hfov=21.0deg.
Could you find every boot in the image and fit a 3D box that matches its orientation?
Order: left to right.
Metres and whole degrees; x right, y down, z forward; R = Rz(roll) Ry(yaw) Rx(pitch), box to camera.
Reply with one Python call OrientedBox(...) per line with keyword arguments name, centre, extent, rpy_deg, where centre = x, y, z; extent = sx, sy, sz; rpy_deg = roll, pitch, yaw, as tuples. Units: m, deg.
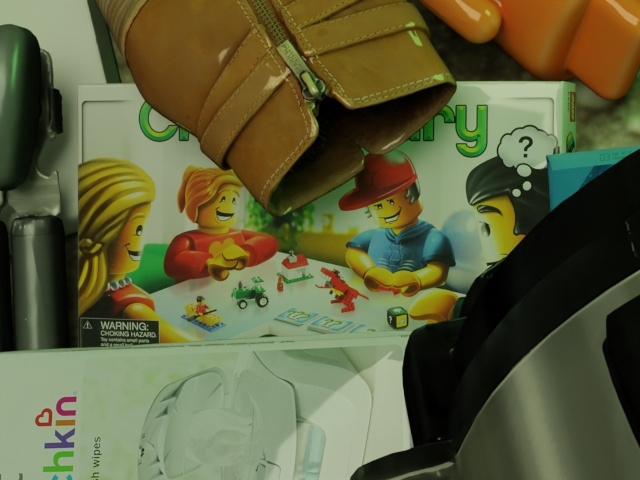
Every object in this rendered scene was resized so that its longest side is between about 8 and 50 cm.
OrientedBox(name="boot", centre=(0.011, -0.166, 0.986), extent=(0.283, 0.109, 0.220), rpy_deg=(-38, 59, 1))

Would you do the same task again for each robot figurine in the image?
OrientedBox(name="robot figurine", centre=(0.133, -0.185, 1.064), extent=(0.158, 0.128, 0.219), rpy_deg=(-47, 68, 7))

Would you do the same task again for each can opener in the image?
OrientedBox(name="can opener", centre=(-0.202, 0.007, 1.088), extent=(0.074, 0.093, 0.280), rpy_deg=(-2, 93, 10))

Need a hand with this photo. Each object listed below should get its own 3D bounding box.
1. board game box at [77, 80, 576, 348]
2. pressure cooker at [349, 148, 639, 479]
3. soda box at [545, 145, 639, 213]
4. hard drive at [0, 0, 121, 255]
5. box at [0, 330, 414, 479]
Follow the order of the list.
OrientedBox(name="board game box", centre=(0.000, 0.000, 1.052), extent=(0.305, 0.053, 0.192), rpy_deg=(1, 93, 16))
OrientedBox(name="pressure cooker", centre=(0.232, 0.135, 0.677), extent=(0.375, 0.370, 0.420), rpy_deg=(-45, 39, 35))
OrientedBox(name="soda box", centre=(0.173, 0.033, 0.937), extent=(0.071, 0.210, 0.067), rpy_deg=(-6, 58, 14))
OrientedBox(name="hard drive", centre=(-0.284, -0.068, 1.189), extent=(0.308, 0.040, 0.203), rpy_deg=(-19, 70, 9))
OrientedBox(name="box", centre=(-0.033, 0.137, 0.939), extent=(0.231, 0.262, 0.126), rpy_deg=(-4, 73, 13))
